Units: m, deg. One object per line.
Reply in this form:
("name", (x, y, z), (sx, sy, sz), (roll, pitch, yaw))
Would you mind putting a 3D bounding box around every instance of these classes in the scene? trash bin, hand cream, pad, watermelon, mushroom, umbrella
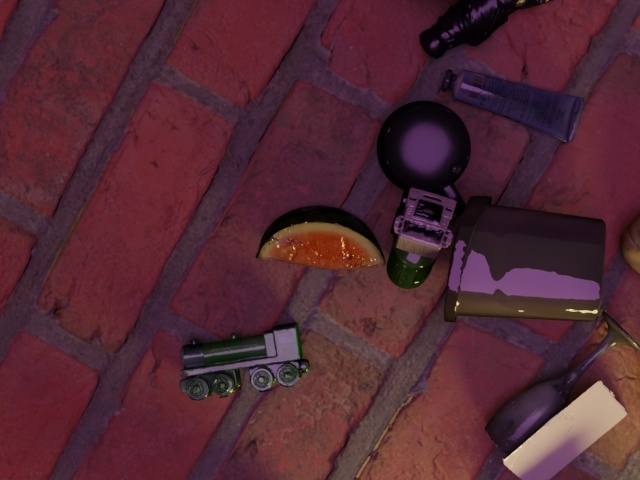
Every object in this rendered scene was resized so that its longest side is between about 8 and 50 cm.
("trash bin", (0.348, 0.044, 1.556), (0.250, 0.220, 0.219), (6, 86, 10))
("hand cream", (0.344, -0.250, 1.630), (0.256, 0.055, 0.088), (17, 89, 1))
("pad", (0.448, 0.358, 1.648), (0.232, 0.004, 0.156), (-41, 130, 5))
("watermelon", (0.000, -0.001, 1.683), (0.245, 0.063, 0.119), (1, 115, 1))
("mushroom", (0.605, 0.006, 1.599), (0.148, 0.112, 0.148), (16, 128, 21))
("umbrella", (0.333, -0.442, 1.604), (0.358, 0.106, 0.113), (-34, 82, 14))

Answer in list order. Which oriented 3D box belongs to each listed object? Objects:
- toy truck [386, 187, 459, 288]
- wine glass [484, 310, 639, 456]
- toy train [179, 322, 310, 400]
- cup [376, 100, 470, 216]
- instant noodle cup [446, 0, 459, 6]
("toy truck", (0.168, 0.002, 1.582), (0.101, 0.242, 0.125), (18, 72, 4))
("wine glass", (0.385, 0.211, 1.679), (0.309, 0.096, 0.264), (-45, 67, 8))
("toy train", (-0.147, 0.229, 1.704), (0.251, 0.085, 0.119), (-8, 89, 4))
("cup", (0.197, -0.142, 1.591), (0.169, 0.176, 0.223), (-31, 91, 4))
("instant noodle cup", (0.220, -0.524, 1.539), (0.235, 0.235, 0.178), (41, 107, 0))
